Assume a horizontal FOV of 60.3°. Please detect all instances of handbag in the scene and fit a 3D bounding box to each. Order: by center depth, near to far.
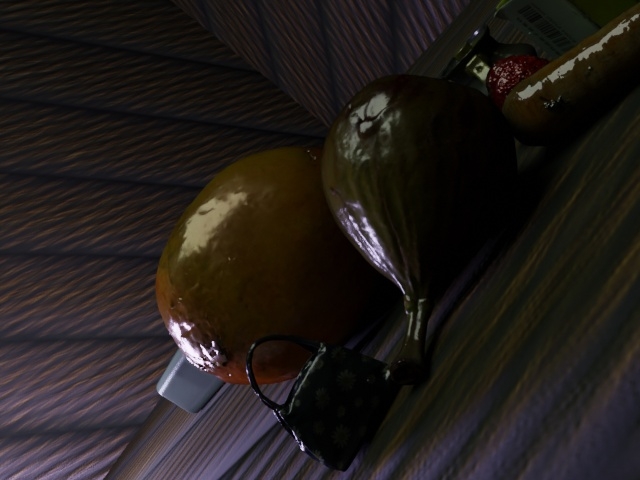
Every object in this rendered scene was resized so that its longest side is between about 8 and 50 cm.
[{"bbox_3d":[-0.012,0.144,0.553,0.115,0.139,0.072,-56,1,-19],"label":"handbag"}]

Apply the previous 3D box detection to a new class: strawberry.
[{"bbox_3d":[0.250,-0.179,0.666,0.106,0.106,0.106,-51,8,10],"label":"strawberry"}]

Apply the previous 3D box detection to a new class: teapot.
[{"bbox_3d":[0.249,-0.239,0.802,0.130,0.119,0.165,-50,9,25],"label":"teapot"}]

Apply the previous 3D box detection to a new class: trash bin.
[{"bbox_3d":[-0.267,0.252,1.436,0.343,0.158,0.223,-50,8,19],"label":"trash bin"}]

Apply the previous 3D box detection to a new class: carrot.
[{"bbox_3d":[0.305,-0.201,0.525,0.298,0.078,0.078,-42,13,35],"label":"carrot"}]

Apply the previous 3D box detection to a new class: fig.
[{"bbox_3d":[0.092,-0.008,0.584,0.217,0.217,0.320,143,140,-62],"label":"fig"}]

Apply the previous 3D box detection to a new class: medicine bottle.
[{"bbox_3d":[0.342,-0.332,0.623,0.250,0.137,0.141,-52,9,5],"label":"medicine bottle"}]

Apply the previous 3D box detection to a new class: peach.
[{"bbox_3d":[-0.062,0.025,0.808,0.372,0.290,0.372,-47,10,11],"label":"peach"}]
